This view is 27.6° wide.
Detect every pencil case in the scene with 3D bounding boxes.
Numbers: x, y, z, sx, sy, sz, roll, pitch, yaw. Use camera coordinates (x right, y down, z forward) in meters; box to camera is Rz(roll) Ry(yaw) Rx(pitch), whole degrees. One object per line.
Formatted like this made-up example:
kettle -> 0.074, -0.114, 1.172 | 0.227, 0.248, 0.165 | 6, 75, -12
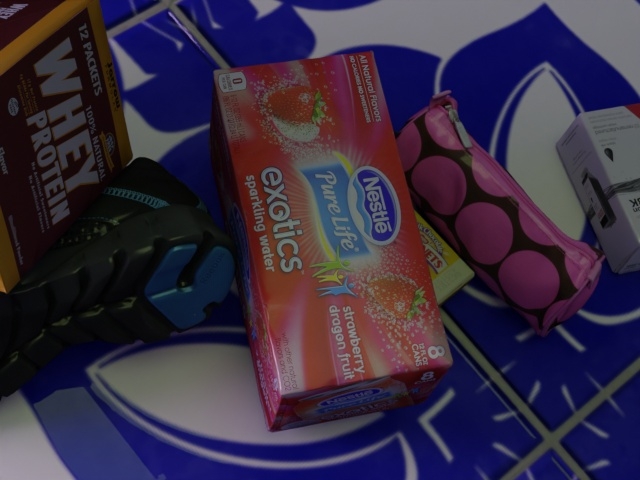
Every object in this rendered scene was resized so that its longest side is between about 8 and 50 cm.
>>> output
pencil case -> 0.143, -0.024, 1.067 | 0.209, 0.098, 0.095 | 46, 44, 8

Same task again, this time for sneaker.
sneaker -> -0.239, 0.034, 0.948 | 0.341, 0.125, 0.139 | -14, 42, -19

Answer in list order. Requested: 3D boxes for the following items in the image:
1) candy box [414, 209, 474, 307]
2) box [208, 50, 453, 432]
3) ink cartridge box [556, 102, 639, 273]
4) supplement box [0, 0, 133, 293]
candy box -> 0.020, -0.014, 1.071 | 0.105, 0.027, 0.206 | -37, 77, -27
box -> 0.000, 0.000, 0.977 | 0.128, 0.122, 0.257 | -9, 71, -11
ink cartridge box -> 0.282, -0.049, 1.141 | 0.099, 0.056, 0.135 | -11, 66, -21
supplement box -> -0.263, -0.074, 0.887 | 0.194, 0.129, 0.191 | 4, 32, 19
